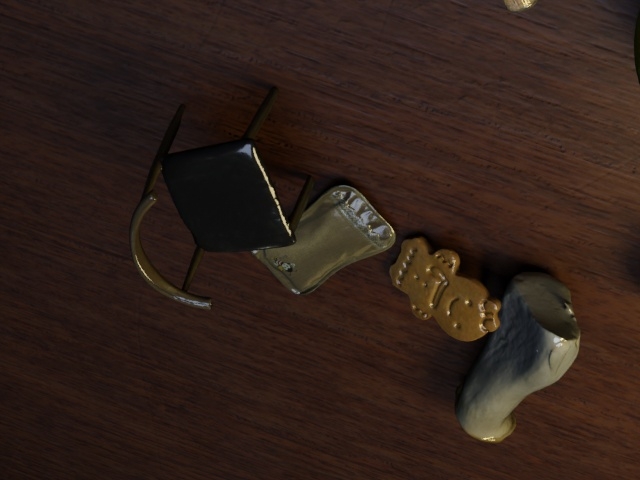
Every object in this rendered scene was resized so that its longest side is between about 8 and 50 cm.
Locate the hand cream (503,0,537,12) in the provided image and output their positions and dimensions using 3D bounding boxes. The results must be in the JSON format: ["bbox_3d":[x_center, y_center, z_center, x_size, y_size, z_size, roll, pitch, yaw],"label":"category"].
[{"bbox_3d":[0.199,-0.350,1.296,0.084,0.084,0.203,-18,125,28],"label":"hand cream"}]

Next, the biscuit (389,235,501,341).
[{"bbox_3d":[0.174,0.075,1.614,0.184,0.027,0.133,50,135,14],"label":"biscuit"}]

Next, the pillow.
[{"bbox_3d":[0.000,0.000,1.656,0.217,0.033,0.130,-29,115,33],"label":"pillow"}]

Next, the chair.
[{"bbox_3d":[-0.130,-0.057,1.498,0.166,0.272,0.188,-8,125,23],"label":"chair"}]

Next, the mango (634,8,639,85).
[{"bbox_3d":[0.489,-0.175,1.263,0.225,0.201,0.382,-32,125,11],"label":"mango"}]

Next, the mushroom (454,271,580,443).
[{"bbox_3d":[0.278,0.186,1.636,0.122,0.159,0.329,24,134,4],"label":"mushroom"}]
